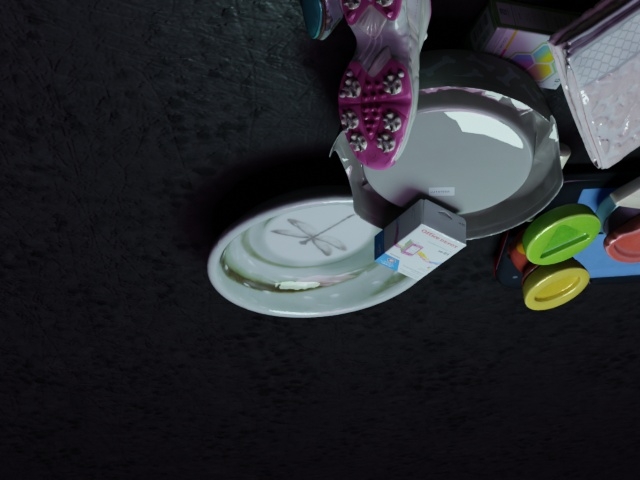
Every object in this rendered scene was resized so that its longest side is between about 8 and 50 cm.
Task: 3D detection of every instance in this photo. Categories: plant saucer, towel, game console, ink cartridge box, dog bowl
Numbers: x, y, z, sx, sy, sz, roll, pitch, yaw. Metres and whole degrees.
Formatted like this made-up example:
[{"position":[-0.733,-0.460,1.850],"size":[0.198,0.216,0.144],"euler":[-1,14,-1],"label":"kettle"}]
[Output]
[{"position":[0.000,0.000,2.173],"size":[0.400,0.100,0.400],"euler":[-5,150,-3],"label":"plant saucer"},{"position":[0.497,-0.274,1.766],"size":[0.332,0.053,0.317],"euler":[-35,145,4],"label":"towel"},{"position":[0.525,-0.023,2.288],"size":[0.387,0.060,0.342],"euler":[-3,149,-8],"label":"game console"},{"position":[0.152,0.000,1.909],"size":[0.088,0.052,0.122],"euler":[24,138,-25],"label":"ink cartridge box"},{"position":[0.320,-0.280,1.814],"size":[0.209,0.062,0.109],"euler":[5,146,-20],"label":"ink cartridge box"},{"position":[0.186,-0.141,1.846],"size":[0.349,0.102,0.349],"euler":[3,144,2],"label":"dog bowl"}]

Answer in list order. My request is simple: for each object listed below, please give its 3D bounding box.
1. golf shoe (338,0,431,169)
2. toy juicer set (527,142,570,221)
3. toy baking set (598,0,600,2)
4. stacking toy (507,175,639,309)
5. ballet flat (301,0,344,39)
[{"position":[0.099,-0.247,1.645],"size":[0.115,0.306,0.140],"euler":[15,-156,32],"label":"golf shoe"},{"position":[0.267,-0.161,1.974],"size":[0.329,0.089,0.209],"euler":[22,139,-23],"label":"toy juicer set"},{"position":[0.411,-0.299,1.751],"size":[0.197,0.030,0.256],"euler":[-39,144,1],"label":"toy baking set"},{"position":[0.450,-0.040,2.114],"size":[0.309,0.130,0.279],"euler":[-26,147,4],"label":"stacking toy"},{"position":[0.009,-0.348,1.639],"size":[0.079,0.077,0.221],"euler":[-26,149,-8],"label":"ballet flat"}]
